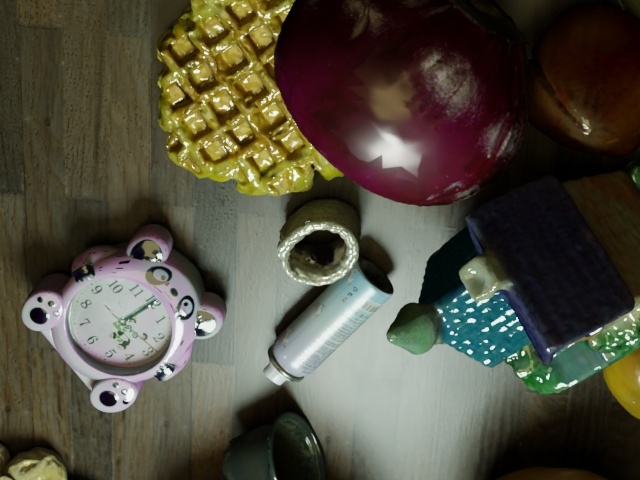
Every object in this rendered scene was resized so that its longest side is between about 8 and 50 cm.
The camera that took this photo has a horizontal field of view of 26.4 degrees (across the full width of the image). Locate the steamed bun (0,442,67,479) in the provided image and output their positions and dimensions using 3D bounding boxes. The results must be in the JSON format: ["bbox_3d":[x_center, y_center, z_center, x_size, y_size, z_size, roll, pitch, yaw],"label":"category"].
[{"bbox_3d":[-0.467,0.463,2.129,0.292,0.137,0.295,-8,110,6],"label":"steamed bun"}]

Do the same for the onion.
[{"bbox_3d":[0.102,-0.187,1.641,0.282,0.260,0.336,-34,98,21],"label":"onion"}]

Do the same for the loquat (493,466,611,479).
[{"bbox_3d":[0.333,0.481,1.956,0.329,0.328,0.328,2,113,5],"label":"loquat"}]

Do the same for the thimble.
[{"bbox_3d":[0.000,0.000,1.905,0.115,0.090,0.102,-6,115,7],"label":"thimble"}]

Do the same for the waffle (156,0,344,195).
[{"bbox_3d":[-0.076,-0.212,1.834,0.302,0.068,0.324,11,112,1],"label":"waffle"}]

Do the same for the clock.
[{"bbox_3d":[-0.280,0.107,1.981,0.248,0.090,0.227,-33,106,16],"label":"clock"}]

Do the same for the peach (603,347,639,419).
[{"bbox_3d":[0.516,0.182,1.865,0.251,0.153,0.251,17,154,9],"label":"peach"}]

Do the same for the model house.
[{"bbox_3d":[0.259,0.070,1.738,0.312,0.280,0.245,-39,72,40],"label":"model house"}]

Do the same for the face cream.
[{"bbox_3d":[0.003,0.125,1.964,0.075,0.075,0.229,41,110,-11],"label":"face cream"}]

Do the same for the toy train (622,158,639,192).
[{"bbox_3d":[0.547,-0.037,1.808,0.307,0.126,0.189,33,112,-8],"label":"toy train"}]

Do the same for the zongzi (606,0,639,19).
[{"bbox_3d":[0.411,-0.323,1.710,0.154,0.062,0.130,47,151,-14],"label":"zongzi"}]

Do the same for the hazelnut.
[{"bbox_3d":[0.343,-0.192,1.722,0.208,0.208,0.208,2,113,5],"label":"hazelnut"}]

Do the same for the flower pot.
[{"bbox_3d":[-0.074,0.342,2.032,0.107,0.157,0.157,-19,110,27],"label":"flower pot"}]
